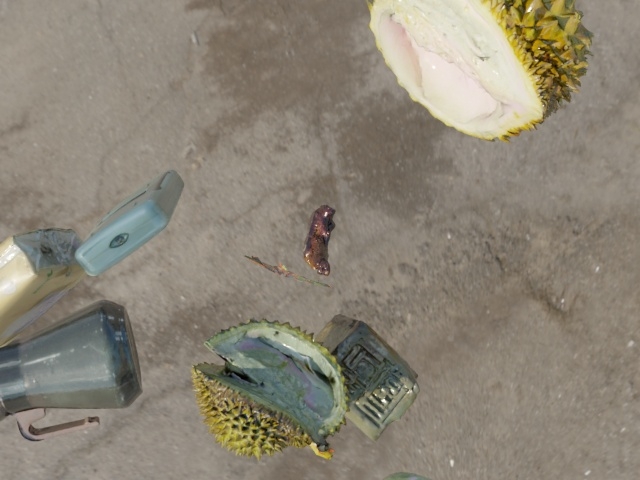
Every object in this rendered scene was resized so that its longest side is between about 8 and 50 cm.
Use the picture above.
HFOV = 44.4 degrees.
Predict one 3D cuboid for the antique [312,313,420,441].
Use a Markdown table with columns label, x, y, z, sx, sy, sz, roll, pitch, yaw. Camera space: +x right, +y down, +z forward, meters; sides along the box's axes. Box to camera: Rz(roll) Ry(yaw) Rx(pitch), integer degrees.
| label | x | y | z | sx | sy | sz | roll | pitch | yaw |
| --- | --- | --- | --- | --- | --- | --- | --- | --- | --- |
| antique | 0.042 | 0.203 | 1.284 | 0.150 | 0.284 | 0.125 | 44 | 83 | -12 |

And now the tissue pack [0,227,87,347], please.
| label | x | y | z | sx | sy | sz | roll | pitch | yaw |
| --- | --- | --- | --- | --- | --- | --- | --- | --- | --- |
| tissue pack | -0.460 | 0.080 | 1.153 | 0.222 | 0.186 | 0.090 | -41 | 84 | 9 |

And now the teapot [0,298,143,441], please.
| label | x | y | z | sx | sy | sz | roll | pitch | yaw |
| --- | --- | --- | --- | --- | --- | --- | --- | --- | --- |
| teapot | -0.588 | 0.304 | 1.778 | 0.344 | 0.300 | 0.253 | -11 | 22 | -9 |

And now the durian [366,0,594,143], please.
| label | x | y | z | sx | sy | sz | roll | pitch | yaw |
| --- | --- | --- | --- | --- | --- | --- | --- | --- | --- |
| durian | 0.161 | -0.207 | 0.797 | 0.249 | 0.183 | 0.138 | 36 | 81 | 25 |

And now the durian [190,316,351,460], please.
| label | x | y | z | sx | sy | sz | roll | pitch | yaw |
| --- | --- | --- | --- | --- | --- | --- | --- | --- | --- |
| durian | -0.062 | 0.229 | 1.073 | 0.193 | 0.138 | 0.237 | -21 | 48 | -27 |

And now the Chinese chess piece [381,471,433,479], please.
| label | x | y | z | sx | sy | sz | roll | pitch | yaw |
| --- | --- | --- | --- | --- | --- | --- | --- | --- | --- |
| Chinese chess piece | 0.154 | 0.428 | 1.159 | 0.188 | 0.188 | 0.083 | 27 | 52 | 19 |

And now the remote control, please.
| label | x | y | z | sx | sy | sz | roll | pitch | yaw |
| --- | --- | --- | --- | --- | --- | --- | --- | --- | --- |
| remote control | -0.270 | -0.033 | 1.142 | 0.140 | 0.296 | 0.056 | -33 | 104 | 3 |

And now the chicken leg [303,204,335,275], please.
| label | x | y | z | sx | sy | sz | roll | pitch | yaw |
| --- | --- | --- | --- | --- | --- | --- | --- | --- | --- |
| chicken leg | -0.003 | 0.003 | 1.487 | 0.048 | 0.089 | 0.219 | 20 | 41 | -10 |

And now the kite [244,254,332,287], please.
| label | x | y | z | sx | sy | sz | roll | pitch | yaw |
| --- | --- | --- | --- | --- | --- | --- | --- | --- | --- |
| kite | -0.079 | 0.078 | 1.937 | 0.241 | 0.183 | 0.014 | 20 | 80 | 6 |
